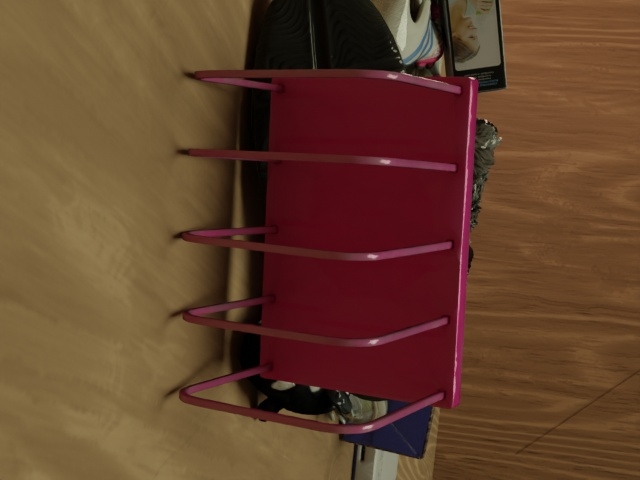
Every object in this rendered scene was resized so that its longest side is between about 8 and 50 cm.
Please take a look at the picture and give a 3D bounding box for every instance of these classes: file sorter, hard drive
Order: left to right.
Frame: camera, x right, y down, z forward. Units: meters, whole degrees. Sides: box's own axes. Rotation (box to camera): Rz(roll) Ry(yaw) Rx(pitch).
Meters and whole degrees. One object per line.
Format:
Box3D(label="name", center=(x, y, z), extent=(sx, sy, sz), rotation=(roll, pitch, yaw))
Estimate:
Box3D(label="file sorter", center=(0.000, 0.000, 0.878), extent=(0.182, 0.202, 0.291), rotation=(-6, 100, -61))
Box3D(label="hard drive", center=(0.112, 0.383, 1.965), extent=(0.318, 0.040, 0.210), rotation=(17, 79, -77))

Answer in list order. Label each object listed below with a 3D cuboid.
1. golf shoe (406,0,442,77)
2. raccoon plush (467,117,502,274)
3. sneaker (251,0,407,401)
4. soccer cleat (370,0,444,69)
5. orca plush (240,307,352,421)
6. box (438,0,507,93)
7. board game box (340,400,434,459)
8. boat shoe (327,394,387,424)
Box3D(label="golf shoe", center=(0.167, -0.343, 1.823), extent=(0.140, 0.115, 0.306), rotation=(-97, -169, -74))
Box3D(label="raccoon plush", center=(0.148, -0.012, 1.657), extent=(0.299, 0.216, 0.447), rotation=(85, 20, -60))
Box3D(label="sneaker", center=(0.003, -0.064, 1.152), extent=(0.257, 0.169, 0.448), rotation=(-134, -148, -72))
Box3D(label="soccer cleat", center=(0.136, -0.337, 1.575), extent=(0.331, 0.116, 0.143), rotation=(-48, 154, -68))
Box3D(label="orca plush", center=(-0.040, 0.152, 1.157), extent=(0.151, 0.102, 0.287), rotation=(51, 5, 7))
Box3D(label="box", center=(0.235, -0.392, 1.649), extent=(0.169, 0.087, 0.290), rotation=(-84, 167, -71))
Box3D(label="board game box", center=(0.142, 0.172, 1.717), extent=(0.291, 0.141, 0.232), rotation=(-65, 165, -56))
Box3D(label="boat shoe", center=(0.034, 0.179, 1.441), extent=(0.320, 0.103, 0.118), rotation=(82, -2, -64))
